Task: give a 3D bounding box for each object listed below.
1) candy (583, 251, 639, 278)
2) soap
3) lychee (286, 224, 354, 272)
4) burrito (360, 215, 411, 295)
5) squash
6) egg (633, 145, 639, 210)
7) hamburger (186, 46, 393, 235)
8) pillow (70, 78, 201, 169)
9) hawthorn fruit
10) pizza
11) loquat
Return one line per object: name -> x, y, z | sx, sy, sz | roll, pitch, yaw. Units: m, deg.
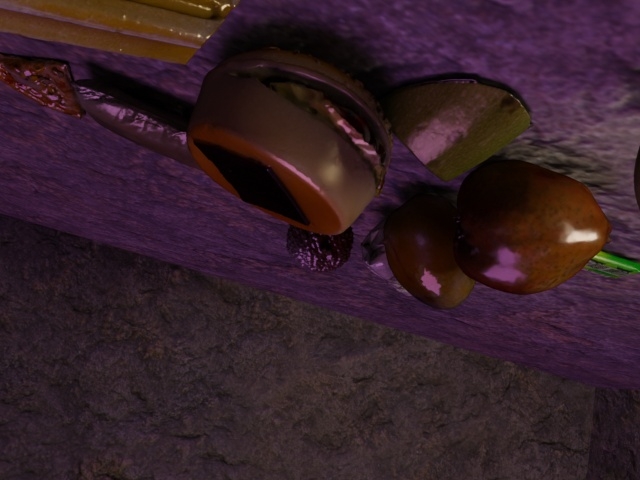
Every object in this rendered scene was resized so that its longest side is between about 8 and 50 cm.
candy -> 0.573, 0.045, 1.042 | 0.178, 0.032, 0.102 | 16, 168, -8
soap -> -0.175, -0.236, 0.422 | 0.231, 0.141, 0.073 | -4, -179, -38
lychee -> 0.000, 0.000, 1.164 | 0.165, 0.165, 0.197 | 22, -163, -22
burrito -> 0.202, 0.056, 1.236 | 0.101, 0.139, 0.445 | 3, 165, 24
squash -> 0.182, -0.135, 0.683 | 0.191, 0.085, 0.184 | 25, 162, -36
egg -> 0.439, -0.073, 0.429 | 0.295, 0.219, 0.218 | -18, 146, 40
hamburger -> -0.036, -0.136, 0.700 | 0.300, 0.176, 0.300 | 25, 166, 6
pillow -> -0.280, -0.196, 0.910 | 0.302, 0.075, 0.185 | 22, 172, -13
hawthorn fruit -> 0.330, -0.018, 0.774 | 0.247, 0.208, 0.208 | 0, 164, 1
pizza -> -0.483, -0.277, 0.899 | 0.176, 0.036, 0.184 | 4, 161, 34
loquat -> 0.215, 0.023, 0.965 | 0.228, 0.179, 0.179 | 62, 155, -3
